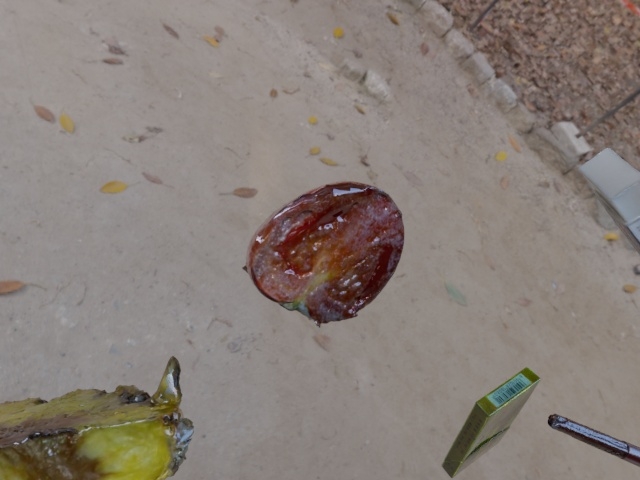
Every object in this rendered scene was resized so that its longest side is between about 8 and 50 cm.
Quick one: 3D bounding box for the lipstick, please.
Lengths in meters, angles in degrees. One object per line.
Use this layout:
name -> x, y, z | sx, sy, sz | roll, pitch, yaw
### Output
lipstick -> 0.388, 0.275, 0.623 | 0.176, 0.027, 0.027 | 24, 52, -5

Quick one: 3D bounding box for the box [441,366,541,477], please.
box -> 0.265, 0.291, 0.725 | 0.121, 0.193, 0.030 | -19, 45, -28

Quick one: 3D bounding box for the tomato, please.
tomato -> -0.004, 0.001, 0.892 | 0.308, 0.170, 0.309 | -11, 114, -25

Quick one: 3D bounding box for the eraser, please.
eraser -> 0.495, -0.033, 0.704 | 0.210, 0.068, 0.124 | 42, 28, -18

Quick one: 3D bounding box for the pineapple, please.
pineapple -> -0.234, 0.207, 0.368 | 0.334, 0.161, 0.158 | -15, 86, -14
